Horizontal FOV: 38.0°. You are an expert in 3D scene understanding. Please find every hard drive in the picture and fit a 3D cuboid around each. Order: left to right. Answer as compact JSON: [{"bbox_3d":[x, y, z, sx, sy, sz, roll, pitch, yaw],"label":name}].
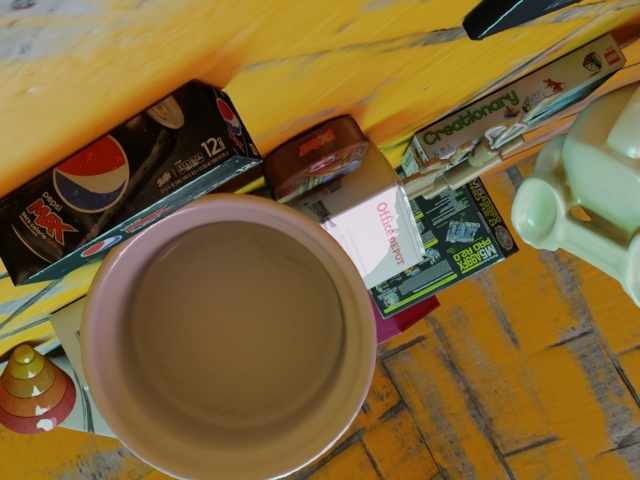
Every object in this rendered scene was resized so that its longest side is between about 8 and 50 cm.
[{"bbox_3d":[0.189,-0.204,0.739,0.135,0.022,0.094,-26,175,-29],"label":"hard drive"}]

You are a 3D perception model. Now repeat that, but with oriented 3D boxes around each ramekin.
[{"bbox_3d":[-0.087,0.090,0.928,0.277,0.277,0.135,-28,-176,1],"label":"ramekin"}]

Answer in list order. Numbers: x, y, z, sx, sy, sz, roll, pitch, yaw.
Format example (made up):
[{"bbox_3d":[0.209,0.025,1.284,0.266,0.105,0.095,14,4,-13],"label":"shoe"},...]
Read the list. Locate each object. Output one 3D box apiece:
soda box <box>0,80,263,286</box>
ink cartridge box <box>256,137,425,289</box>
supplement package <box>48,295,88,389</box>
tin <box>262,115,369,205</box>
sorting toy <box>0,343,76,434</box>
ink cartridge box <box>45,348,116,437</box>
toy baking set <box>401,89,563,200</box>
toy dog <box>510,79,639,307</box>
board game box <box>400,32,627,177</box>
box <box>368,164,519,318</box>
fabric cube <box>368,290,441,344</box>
[{"bbox_3d":[-0.125,-0.033,0.586,0.169,0.053,0.060,-29,175,13],"label":"soda box"},{"bbox_3d":[0.000,0.000,1.101,0.218,0.092,0.158,-26,140,-1],"label":"ink cartridge box"},{"bbox_3d":[-0.256,0.116,1.217,0.105,0.105,0.179,-29,176,7],"label":"supplement package"},{"bbox_3d":[-0.008,-0.077,0.943,0.106,0.040,0.189,-31,176,-5],"label":"tin"},{"bbox_3d":[-0.315,0.137,1.364,0.366,0.127,0.126,-29,147,-29],"label":"sorting toy"},{"bbox_3d":[-0.303,0.235,1.559,0.289,0.121,0.211,1,-166,36],"label":"ink cartridge box"},{"bbox_3d":[0.209,-0.112,1.231,0.256,0.030,0.197,-29,173,11],"label":"toy baking set"},{"bbox_3d":[0.506,-0.169,1.375,0.408,0.285,0.395,-43,139,-25],"label":"toy dog"},{"bbox_3d":[0.268,-0.180,1.336,0.305,0.053,0.193,-28,175,-4],"label":"board game box"},{"bbox_3d":[0.165,-0.016,1.559,0.270,0.216,0.060,-32,175,38],"label":"box"},{"bbox_3d":[0.046,0.097,1.889,0.259,0.258,0.254,-30,177,25],"label":"fabric cube"}]
